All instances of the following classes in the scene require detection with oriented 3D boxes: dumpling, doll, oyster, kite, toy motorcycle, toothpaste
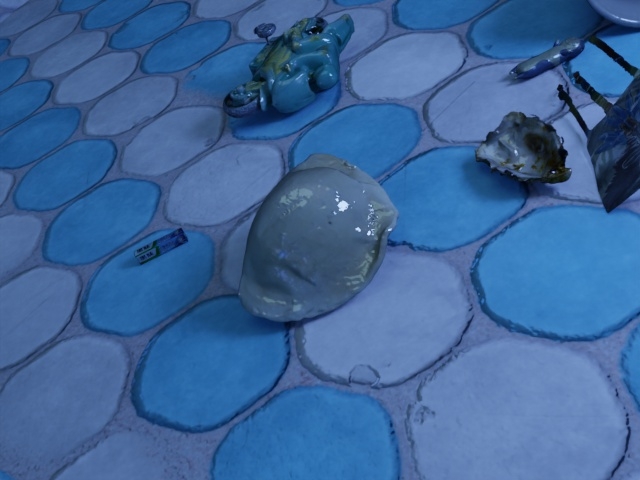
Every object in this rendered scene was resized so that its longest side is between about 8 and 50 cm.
[{"bbox_3d":[0.000,0.000,1.039,0.179,0.131,0.252,25,68,18],"label":"dumpling"},{"bbox_3d":[0.355,-0.284,1.243,0.125,0.027,0.037,-26,46,-1],"label":"doll"},{"bbox_3d":[0.279,-0.112,1.068,0.103,0.051,0.148,-42,38,7],"label":"oyster"},{"bbox_3d":[0.394,-0.180,1.041,0.169,0.015,0.310,-54,25,33],"label":"kite"},{"bbox_3d":[-0.042,-0.322,1.437,0.198,0.109,0.296,8,50,31],"label":"toy motorcycle"},{"bbox_3d":[-0.247,0.009,1.232,0.083,0.020,0.017,-27,42,-3],"label":"toothpaste"}]

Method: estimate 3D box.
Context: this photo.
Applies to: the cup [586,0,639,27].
[{"bbox_3d":[0.547,-0.486,1.251,0.301,0.227,0.257,13,41,0],"label":"cup"}]
